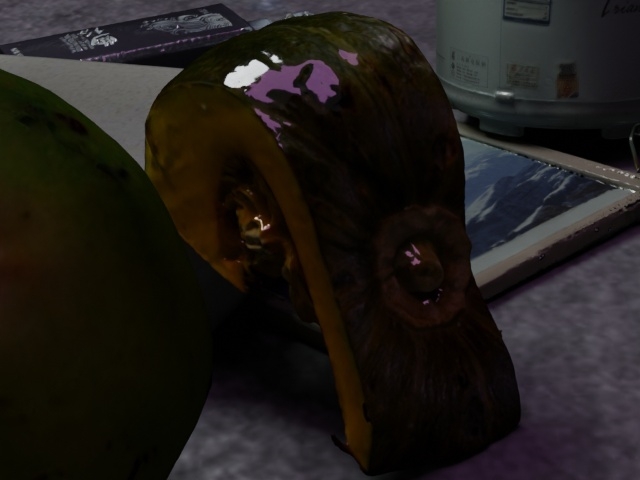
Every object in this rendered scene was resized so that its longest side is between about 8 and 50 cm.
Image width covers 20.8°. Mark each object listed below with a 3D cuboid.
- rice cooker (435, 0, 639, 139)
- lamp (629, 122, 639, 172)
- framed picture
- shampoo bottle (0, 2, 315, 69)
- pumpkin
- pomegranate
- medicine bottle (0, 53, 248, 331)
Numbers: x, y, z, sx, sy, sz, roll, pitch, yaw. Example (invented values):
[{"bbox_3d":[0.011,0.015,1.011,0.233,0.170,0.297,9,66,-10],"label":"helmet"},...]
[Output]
[{"bbox_3d":[0.212,-0.219,1.495,0.280,0.227,0.241,13,23,35],"label":"rice cooker"},{"bbox_3d":[0.306,-0.065,1.375,0.121,0.041,0.054,15,17,-1],"label":"lamp"},{"bbox_3d":[0.069,-0.010,1.343,0.335,0.022,0.247,-24,31,-35],"label":"framed picture"},{"bbox_3d":[-0.150,-0.177,1.687,0.309,0.071,0.098,-13,23,-20],"label":"shampoo bottle"},{"bbox_3d":[-0.001,0.000,1.101,0.139,0.280,0.190,-18,9,-35],"label":"pumpkin"},{"bbox_3d":[-0.196,0.025,0.997,0.216,0.310,0.358,-46,1,-11],"label":"pomegranate"},{"bbox_3d":[-0.198,-0.035,1.298,0.375,0.123,0.282,9,38,28],"label":"medicine bottle"}]
